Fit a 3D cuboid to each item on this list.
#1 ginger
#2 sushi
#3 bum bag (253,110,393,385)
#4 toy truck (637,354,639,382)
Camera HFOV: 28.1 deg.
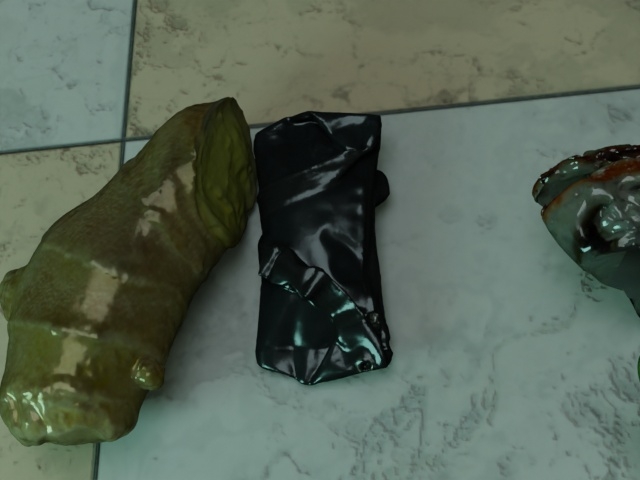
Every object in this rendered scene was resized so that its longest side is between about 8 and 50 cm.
[{"bbox_3d":[-0.160,0.019,1.095,0.190,0.126,0.354,23,67,33],"label":"ginger"},{"bbox_3d":[0.337,-0.011,1.001,0.332,0.124,0.130,-6,51,11],"label":"sushi"},{"bbox_3d":[0.000,0.000,1.102,0.123,0.060,0.248,-6,63,8],"label":"bum bag"},{"bbox_3d":[0.317,0.139,0.909,0.148,0.210,0.187,-22,43,-31],"label":"toy truck"}]
